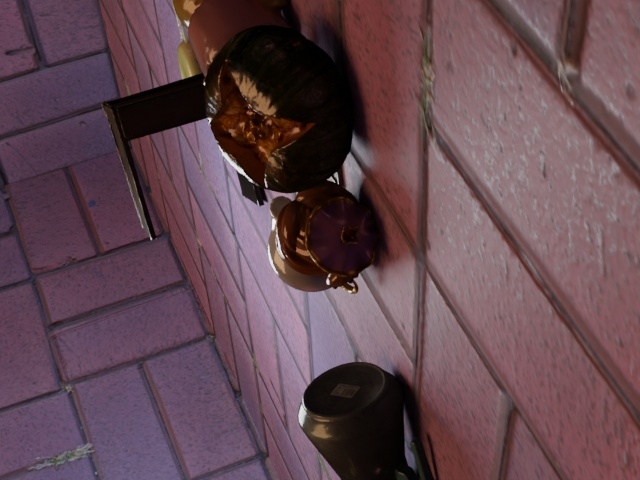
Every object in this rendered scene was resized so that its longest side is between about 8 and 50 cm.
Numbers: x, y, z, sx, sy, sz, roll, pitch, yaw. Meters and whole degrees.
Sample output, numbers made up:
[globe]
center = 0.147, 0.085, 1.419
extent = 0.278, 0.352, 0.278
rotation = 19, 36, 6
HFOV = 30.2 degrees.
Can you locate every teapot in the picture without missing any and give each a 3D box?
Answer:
[teapot]
center = 0.082, 0.323, 1.870
extent = 0.203, 0.171, 0.225
rotation = 7, 127, 42

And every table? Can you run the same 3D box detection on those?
[table]
center = -0.279, -0.178, 2.421
extent = 0.196, 0.250, 0.282
rotation = -154, 47, -71

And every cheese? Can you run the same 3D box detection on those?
[cheese]
center = -0.284, -0.408, 2.563
extent = 0.127, 0.050, 0.256
rotation = -144, 38, -71

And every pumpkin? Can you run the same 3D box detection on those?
[pumpkin]
center = -0.055, -0.184, 1.648
extent = 0.238, 0.159, 0.238
rotation = 30, 136, 35

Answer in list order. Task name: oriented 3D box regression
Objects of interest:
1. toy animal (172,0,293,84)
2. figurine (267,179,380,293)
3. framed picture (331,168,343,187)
[toy animal]
center = -0.139, -0.339, 1.807
extent = 0.195, 0.169, 0.281
rotation = -41, 53, 30
[figurine]
center = 0.000, 0.000, 1.768
extent = 0.189, 0.142, 0.263
rotation = 39, 164, -1
[framed picture]
center = -0.001, -0.159, 1.821
extent = 0.149, 0.011, 0.109
rotation = -122, 19, -47
